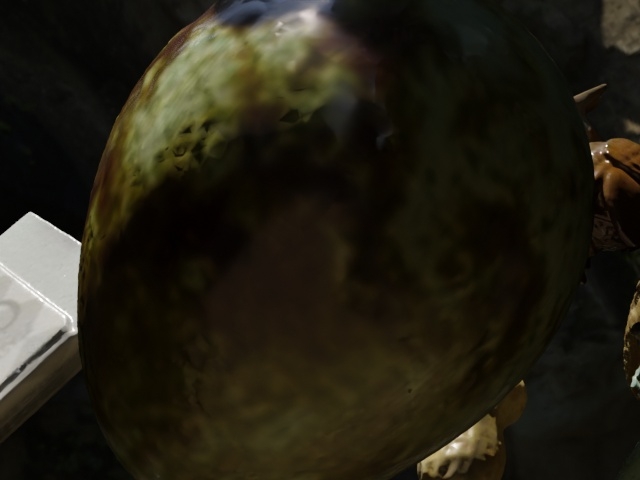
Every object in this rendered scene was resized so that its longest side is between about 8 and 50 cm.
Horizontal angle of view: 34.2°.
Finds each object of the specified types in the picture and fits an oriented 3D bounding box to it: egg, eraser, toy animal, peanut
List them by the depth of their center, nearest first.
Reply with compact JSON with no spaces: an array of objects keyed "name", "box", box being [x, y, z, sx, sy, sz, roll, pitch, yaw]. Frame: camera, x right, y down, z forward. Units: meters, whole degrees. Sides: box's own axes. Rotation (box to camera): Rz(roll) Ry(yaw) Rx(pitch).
[{"name":"egg","box":[0.000,0.000,0.517,0.289,0.238,0.238,-51,-36,-5]},{"name":"toy animal","box":[0.207,-0.015,0.731,0.188,0.179,0.089,-12,-28,-49]},{"name":"eraser","box":[-0.346,0.146,0.880,0.397,0.213,0.082,-44,-42,-22]},{"name":"peanut","box":[0.186,0.227,1.254,0.098,0.229,0.103,19,-42,15]}]

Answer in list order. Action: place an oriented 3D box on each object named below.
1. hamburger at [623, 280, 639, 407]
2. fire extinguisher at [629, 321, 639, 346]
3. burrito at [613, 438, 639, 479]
[{"name":"hamburger","box":[0.436,0.115,0.985,0.318,0.195,0.277,29,-81,-29]},{"name":"fire extinguisher","box":[0.340,0.073,0.686,0.252,0.075,0.106,8,-19,28]},{"name":"burrito","box":[0.175,0.097,0.464,0.074,0.044,0.118,25,-78,-21]}]
